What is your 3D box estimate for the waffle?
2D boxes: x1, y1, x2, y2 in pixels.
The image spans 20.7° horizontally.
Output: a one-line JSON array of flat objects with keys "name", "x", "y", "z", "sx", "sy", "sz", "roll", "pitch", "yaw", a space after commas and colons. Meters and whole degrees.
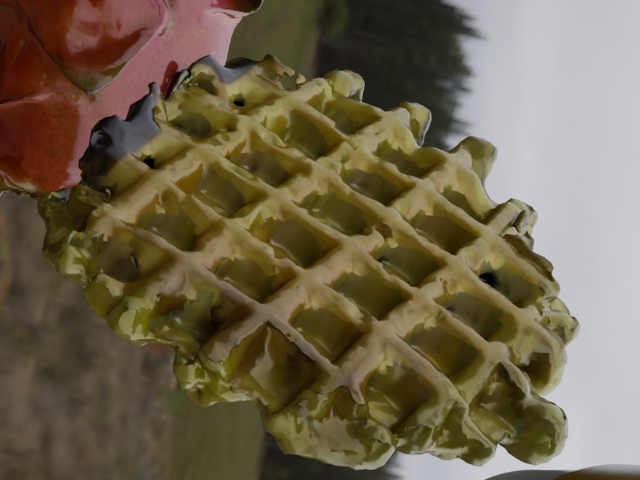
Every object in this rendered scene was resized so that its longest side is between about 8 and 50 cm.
[{"name": "waffle", "x": 0.001, "y": -0.003, "z": 0.942, "sx": 0.312, "sy": 0.307, "sz": 0.060, "roll": -95, "pitch": -152, "yaw": -52}]

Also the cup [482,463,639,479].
[{"name": "cup", "x": 0.150, "y": 0.205, "z": 0.748, "sx": 0.226, "sy": 0.185, "sz": 0.241, "roll": -23, "pitch": -140, "yaw": 55}]

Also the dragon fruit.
[{"name": "dragon fruit", "x": -0.163, "y": -0.151, "z": 1.210, "sx": 0.224, "sy": 0.224, "sz": 0.227, "roll": -84, "pitch": -165, "yaw": -64}]
